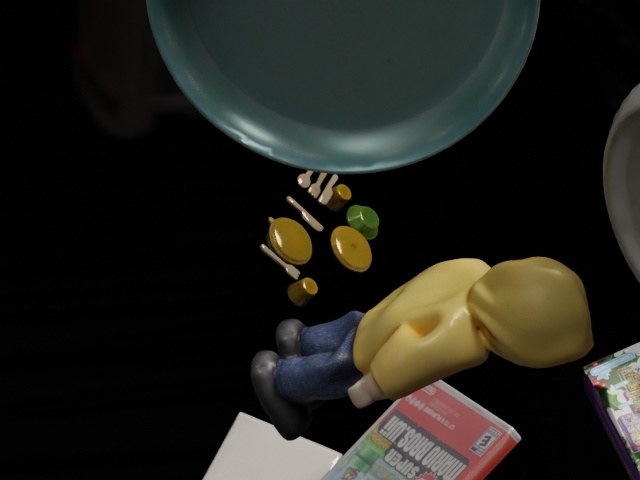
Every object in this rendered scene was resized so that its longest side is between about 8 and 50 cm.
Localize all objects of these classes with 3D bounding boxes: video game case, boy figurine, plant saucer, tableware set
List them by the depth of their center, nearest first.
[{"bbox_3d":[0.089,0.074,1.569,0.285,0.177,0.092,-17,-71,28],"label":"boy figurine"},{"bbox_3d":[0.018,-0.206,1.588,0.044,0.317,0.317,-78,177,-62],"label":"plant saucer"},{"bbox_3d":[0.000,0.000,1.805,0.024,0.104,0.154,-37,-164,40],"label":"tableware set"},{"bbox_3d":[0.078,0.288,2.253,0.025,0.285,0.204,49,-9,-30],"label":"video game case"}]

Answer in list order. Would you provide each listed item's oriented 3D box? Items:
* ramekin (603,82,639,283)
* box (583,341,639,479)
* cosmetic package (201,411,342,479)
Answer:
[{"bbox_3d":[0.320,-0.028,1.414,0.273,0.127,0.273,44,-31,35],"label":"ramekin"},{"bbox_3d":[0.395,0.141,1.653,0.057,0.293,0.201,71,-5,-62],"label":"box"},{"bbox_3d":[-0.115,0.422,2.420,0.197,0.155,0.365,94,21,-53],"label":"cosmetic package"}]
